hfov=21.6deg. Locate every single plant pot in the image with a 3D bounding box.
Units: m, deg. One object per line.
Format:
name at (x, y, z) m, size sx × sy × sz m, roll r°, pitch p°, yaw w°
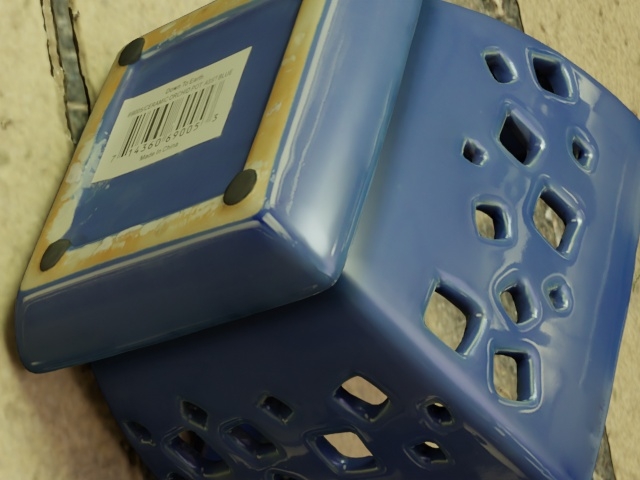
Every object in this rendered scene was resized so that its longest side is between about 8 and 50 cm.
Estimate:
plant pot at (0.000, 0.000, 0.828) m, size 0.212 × 0.236 × 0.236 m, roll 41°, pitch 50°, yaw -32°
